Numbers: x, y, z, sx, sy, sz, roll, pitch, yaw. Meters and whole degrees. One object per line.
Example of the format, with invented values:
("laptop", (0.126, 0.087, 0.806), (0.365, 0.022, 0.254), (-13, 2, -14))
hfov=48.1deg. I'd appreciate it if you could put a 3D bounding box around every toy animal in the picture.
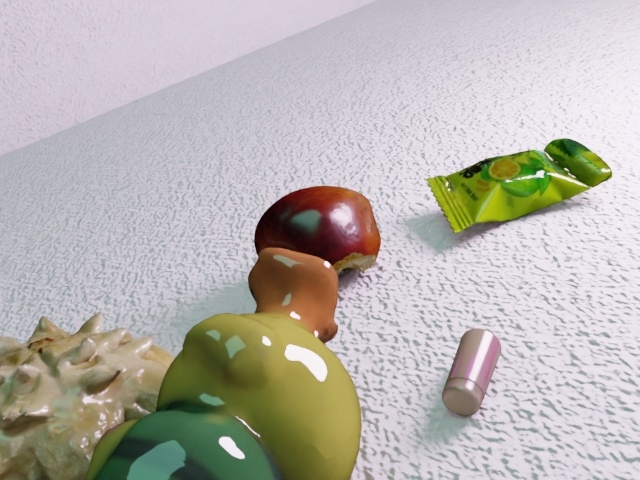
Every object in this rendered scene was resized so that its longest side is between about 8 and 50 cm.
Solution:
("toy animal", (-0.069, 0.183, 0.633), (0.191, 0.216, 0.338), (25, 44, 14))

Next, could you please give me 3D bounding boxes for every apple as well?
("apple", (-0.001, -0.007, 1.001), (0.158, 0.147, 0.156), (-38, 14, -38))

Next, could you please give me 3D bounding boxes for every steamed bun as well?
("steamed bun", (-0.279, 0.162, 0.761), (0.292, 0.137, 0.295), (-4, 12, 23))

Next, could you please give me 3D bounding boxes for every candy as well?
("candy", (0.287, -0.083, 1.067), (0.246, 0.069, 0.149), (-14, 32, -7))

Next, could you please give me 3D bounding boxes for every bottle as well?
("bottle", (0.159, 0.138, 0.751), (0.045, 0.045, 0.096), (0, 34, 28))
